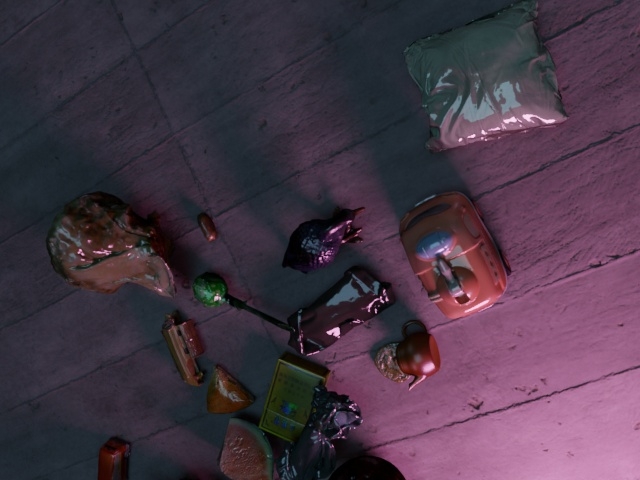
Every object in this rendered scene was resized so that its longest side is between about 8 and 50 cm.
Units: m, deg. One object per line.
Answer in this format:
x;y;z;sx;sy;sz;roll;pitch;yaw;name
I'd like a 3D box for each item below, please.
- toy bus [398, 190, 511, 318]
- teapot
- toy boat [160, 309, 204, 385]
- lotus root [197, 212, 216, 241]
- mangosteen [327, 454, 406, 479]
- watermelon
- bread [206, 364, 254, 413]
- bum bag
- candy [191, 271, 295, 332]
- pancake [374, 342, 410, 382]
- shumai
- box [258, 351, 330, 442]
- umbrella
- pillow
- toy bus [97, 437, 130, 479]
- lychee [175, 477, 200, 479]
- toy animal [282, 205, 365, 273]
0.290;0.041;1.318;0.194;0.232;0.288;-27;91;24;toy bus
0.229;0.278;1.443;0.116;0.116;0.173;-15;60;21;teapot
-0.382;0.307;1.680;0.088;0.068;0.226;-21;91;15;toy boat
-0.309;-0.039;1.612;0.030;0.037;0.083;-27;89;17;lotus root
0.124;0.680;1.491;0.228;0.228;0.266;-8;111;20;mangosteen
-0.189;0.580;1.636;0.231;0.128;0.146;17;89;27;watermelon
-0.282;0.447;1.678;0.154;0.054;0.136;44;113;10;bread
0.038;0.178;1.511;0.326;0.080;0.142;-35;94;18;bum bag
-0.206;0.175;1.568;0.323;0.097;0.097;23;106;23;candy
0.191;0.313;1.508;0.108;0.017;0.108;3;100;19;pancake
-0.520;0.043;1.547;0.288;0.330;0.292;34;83;22;shumai
-0.071;0.430;1.594;0.140;0.064;0.220;19;103;13;box
-0.020;0.539;1.524;0.143;0.094;0.349;32;104;27;umbrella
0.347;-0.353;1.281;0.309;0.138;0.284;-12;86;19;pillow
-0.649;0.712;1.835;0.079;0.077;0.174;12;102;17;toy bus
-0.394;0.819;1.670;0.319;0.270;0.270;-11;95;32;lychee
0.000;0.000;1.435;0.298;0.185;0.122;-32;93;40;toy animal
